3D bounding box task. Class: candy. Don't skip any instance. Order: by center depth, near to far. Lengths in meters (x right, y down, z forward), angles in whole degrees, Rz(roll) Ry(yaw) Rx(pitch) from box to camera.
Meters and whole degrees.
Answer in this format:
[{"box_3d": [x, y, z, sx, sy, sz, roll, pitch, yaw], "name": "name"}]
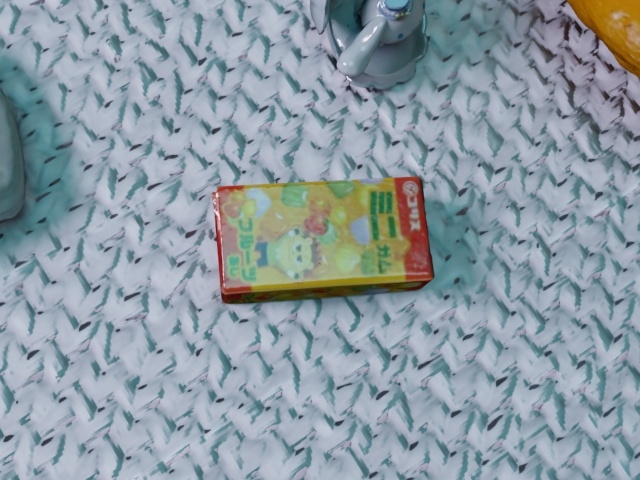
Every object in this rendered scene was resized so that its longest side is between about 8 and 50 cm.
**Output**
[{"box_3d": [0.000, 0.000, 0.467, 0.121, 0.038, 0.062, -4, 76, -8], "name": "candy"}]

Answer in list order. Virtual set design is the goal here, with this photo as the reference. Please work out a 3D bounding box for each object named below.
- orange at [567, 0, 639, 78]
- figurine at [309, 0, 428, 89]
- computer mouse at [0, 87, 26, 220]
[{"box_3d": [0.259, -0.198, 0.450, 0.261, 0.261, 0.261, 2, 75, -6], "name": "orange"}, {"box_3d": [0.032, -0.139, 0.482, 0.082, 0.086, 0.094, 29, 74, -1], "name": "figurine"}, {"box_3d": [-0.275, -0.036, 0.428, 0.230, 0.079, 0.128, -18, 81, -27], "name": "computer mouse"}]
